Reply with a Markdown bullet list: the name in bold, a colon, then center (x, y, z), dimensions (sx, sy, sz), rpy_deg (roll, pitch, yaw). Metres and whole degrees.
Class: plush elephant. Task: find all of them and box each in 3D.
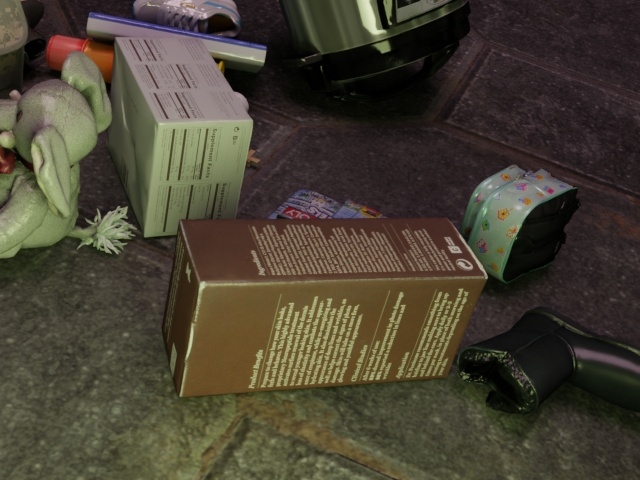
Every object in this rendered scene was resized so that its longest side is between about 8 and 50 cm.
- **plush elephant**: center (-0.406, -0.117, 1.294), dimensions (0.330, 0.255, 0.272), rpy_deg (9, 36, -8)

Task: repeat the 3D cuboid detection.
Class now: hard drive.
- **hard drive**: center (-0.268, -0.371, 1.799), dimensions (0.318, 0.040, 0.210), rpy_deg (9, 5, -9)

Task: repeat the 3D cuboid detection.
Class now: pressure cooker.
- **pressure cooker**: center (0.104, -0.490, 1.875), dimensions (0.370, 0.420, 0.375), rpy_deg (-12, 20, 17)

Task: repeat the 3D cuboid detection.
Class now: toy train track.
- **toy train track**: center (-0.143, -0.144, 1.642), dimensions (0.083, 0.014, 0.048), rpy_deg (20, 42, 17)

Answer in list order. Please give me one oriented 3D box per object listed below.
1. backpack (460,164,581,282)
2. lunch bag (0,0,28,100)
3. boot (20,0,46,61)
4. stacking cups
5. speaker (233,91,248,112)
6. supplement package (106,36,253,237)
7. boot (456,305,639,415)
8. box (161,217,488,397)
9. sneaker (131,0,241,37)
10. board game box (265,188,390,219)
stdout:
- **backpack**: center (0.307, -0.026, 1.512), dimensions (0.144, 0.166, 0.188), rpy_deg (31, 35, 23)
- **lunch bag**: center (-0.580, -0.284, 1.434), dimensions (0.169, 0.287, 0.235), rpy_deg (36, 39, 27)
- **boot**: center (-0.534, -0.380, 1.744), dimensions (0.137, 0.077, 0.198), rpy_deg (11, 46, 21)
- **stacking cups**: center (-0.337, -0.317, 1.732), dimensions (0.316, 0.096, 0.096), rpy_deg (13, 35, -4)
- **speaker**: center (-0.177, -0.215, 1.690), dimensions (0.055, 0.055, 0.136), rpy_deg (21, 35, 8)
- **supplement package**: center (-0.226, -0.165, 1.472), dimensions (0.145, 0.204, 0.262), rpy_deg (-5, 40, -24)
- **boot**: center (0.330, 0.189, 1.285), dimensions (0.246, 0.094, 0.207), rpy_deg (29, 33, 30)
- **box**: center (0.000, 0.082, 1.233), dimensions (0.381, 0.191, 0.143), rpy_deg (-1, 38, -23)
- **sneaker**: center (-0.275, -0.468, 1.974), dimensions (0.228, 0.087, 0.092), rpy_deg (-2, 41, -20)
- **board game box**: center (0.000, 0.000, 1.456), dimensions (0.194, 0.060, 0.194), rpy_deg (25, 36, 14)
